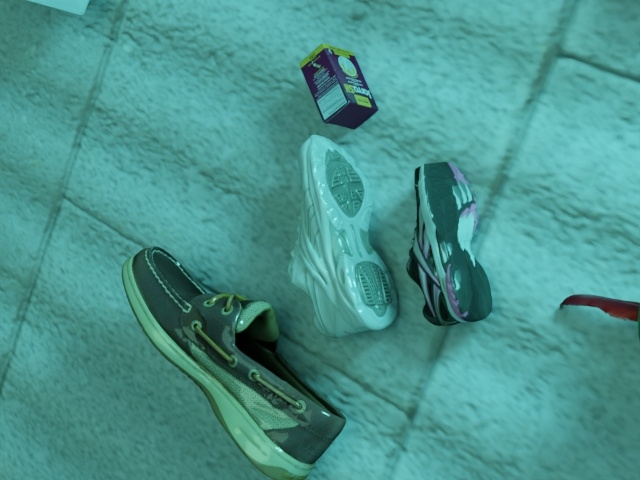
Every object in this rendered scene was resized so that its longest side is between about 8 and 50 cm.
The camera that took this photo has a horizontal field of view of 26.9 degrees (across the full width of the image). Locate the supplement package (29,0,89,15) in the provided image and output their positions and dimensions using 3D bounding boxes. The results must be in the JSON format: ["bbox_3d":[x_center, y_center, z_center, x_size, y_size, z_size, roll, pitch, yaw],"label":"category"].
[{"bbox_3d":[-0.416,-0.453,1.790,0.293,0.175,0.177,44,116,43],"label":"supplement package"}]

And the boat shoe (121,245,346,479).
[{"bbox_3d":[-0.095,0.114,1.519,0.123,0.123,0.342,-49,60,15],"label":"boat shoe"}]

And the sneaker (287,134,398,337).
[{"bbox_3d":[0.000,0.000,1.465,0.115,0.090,0.232,-26,67,39],"label":"sneaker"}]

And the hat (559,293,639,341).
[{"bbox_3d":[0.350,0.041,1.202,0.208,0.183,0.173,16,106,-1],"label":"hat"}]

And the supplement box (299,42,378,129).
[{"bbox_3d":[0.020,-0.171,1.488,0.043,0.055,0.083,-37,63,31],"label":"supplement box"}]

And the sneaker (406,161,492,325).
[{"bbox_3d":[0.116,0.006,1.379,0.077,0.072,0.178,-28,62,46],"label":"sneaker"}]
